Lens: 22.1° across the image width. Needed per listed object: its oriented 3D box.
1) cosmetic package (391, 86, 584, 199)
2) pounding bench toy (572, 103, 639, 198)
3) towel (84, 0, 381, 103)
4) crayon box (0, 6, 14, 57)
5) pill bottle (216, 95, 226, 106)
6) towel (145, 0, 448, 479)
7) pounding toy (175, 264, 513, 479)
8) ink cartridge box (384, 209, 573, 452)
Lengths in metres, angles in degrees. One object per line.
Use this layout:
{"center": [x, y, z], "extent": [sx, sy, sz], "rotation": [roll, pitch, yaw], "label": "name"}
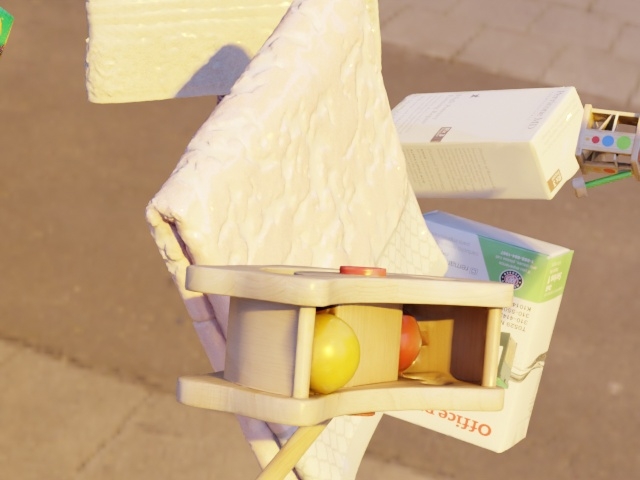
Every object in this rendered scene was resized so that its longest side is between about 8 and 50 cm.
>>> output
{"center": [0.177, -0.109, 1.845], "extent": [0.231, 0.085, 0.117], "rotation": [-1, 35, 39], "label": "cosmetic package"}
{"center": [0.273, -0.076, 1.521], "extent": [0.065, 0.083, 0.052], "rotation": [9, -17, 20], "label": "pounding bench toy"}
{"center": [-0.083, -0.229, 1.521], "extent": [0.282, 0.187, 0.049], "rotation": [-5, 12, -9], "label": "towel"}
{"center": [-0.495, -0.178, 1.950], "extent": [0.081, 0.278, 0.165], "rotation": [35, 52, -34], "label": "crayon box"}
{"center": [-0.058, -0.159, 2.274], "extent": [0.181, 0.323, 0.181], "rotation": [6, 22, -3], "label": "pill bottle"}
{"center": [0.000, 0.000, 1.284], "extent": [0.053, 0.317, 0.332], "rotation": [-4, 35, 27], "label": "towel"}
{"center": [0.025, 0.092, 0.969], "extent": [0.154, 0.155, 0.269], "rotation": [5, 1, 22], "label": "pounding toy"}
{"center": [0.157, 0.096, 1.734], "extent": [0.160, 0.219, 0.092], "rotation": [16, 12, 21], "label": "ink cartridge box"}
